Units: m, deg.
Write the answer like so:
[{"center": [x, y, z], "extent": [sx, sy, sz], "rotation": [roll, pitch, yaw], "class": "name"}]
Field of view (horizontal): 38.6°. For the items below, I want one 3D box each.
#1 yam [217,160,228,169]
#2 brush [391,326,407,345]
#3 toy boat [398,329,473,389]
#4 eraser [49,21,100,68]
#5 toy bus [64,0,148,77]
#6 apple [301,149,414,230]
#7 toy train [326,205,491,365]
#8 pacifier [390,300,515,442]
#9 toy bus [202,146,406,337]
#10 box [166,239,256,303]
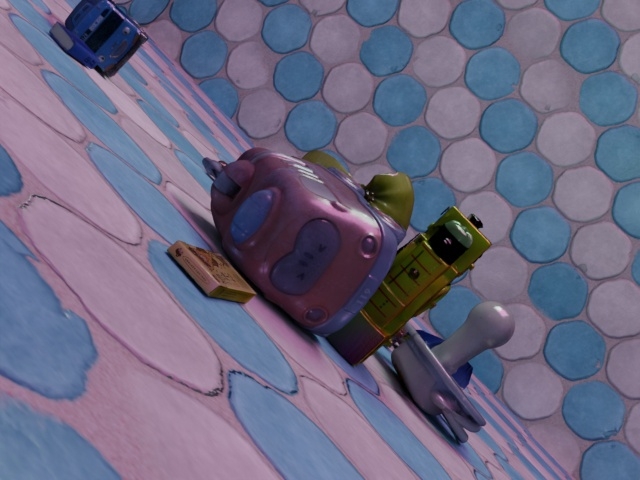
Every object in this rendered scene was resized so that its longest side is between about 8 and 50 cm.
[{"center": [-0.121, -0.060, 1.817], "extent": [0.264, 0.046, 0.046], "rotation": [46, 4, -2], "class": "yam"}, {"center": [0.053, 0.102, 1.877], "extent": [0.321, 0.060, 0.050], "rotation": [45, 15, -11], "class": "brush"}, {"center": [0.229, 0.255, 1.998], "extent": [0.129, 0.088, 0.295], "rotation": [44, -6, -10], "class": "toy boat"}, {"center": [-0.436, -0.344, 1.618], "extent": [0.063, 0.027, 0.085], "rotation": [48, 4, 19], "class": "eraser"}, {"center": [-0.425, -0.410, 1.786], "extent": [0.133, 0.116, 0.234], "rotation": [43, 3, -26], "class": "toy bus"}, {"center": [0.060, -0.061, 2.093], "extent": [0.295, 0.233, 0.258], "rotation": [19, -10, -12], "class": "apple"}, {"center": [0.134, 0.070, 1.411], "extent": [0.100, 0.296, 0.160], "rotation": [48, 13, 11], "class": "toy train"}, {"center": [0.255, 0.205, 1.645], "extent": [0.244, 0.233, 0.299], "rotation": [47, 5, -21], "class": "pacifier"}, {"center": [-0.043, -0.017, 1.300], "extent": [0.232, 0.197, 0.294], "rotation": [30, 13, -35], "class": "toy bus"}, {"center": [-0.123, 0.037, 1.050], "extent": [0.073, 0.020, 0.149], "rotation": [47, 5, 13], "class": "box"}]
